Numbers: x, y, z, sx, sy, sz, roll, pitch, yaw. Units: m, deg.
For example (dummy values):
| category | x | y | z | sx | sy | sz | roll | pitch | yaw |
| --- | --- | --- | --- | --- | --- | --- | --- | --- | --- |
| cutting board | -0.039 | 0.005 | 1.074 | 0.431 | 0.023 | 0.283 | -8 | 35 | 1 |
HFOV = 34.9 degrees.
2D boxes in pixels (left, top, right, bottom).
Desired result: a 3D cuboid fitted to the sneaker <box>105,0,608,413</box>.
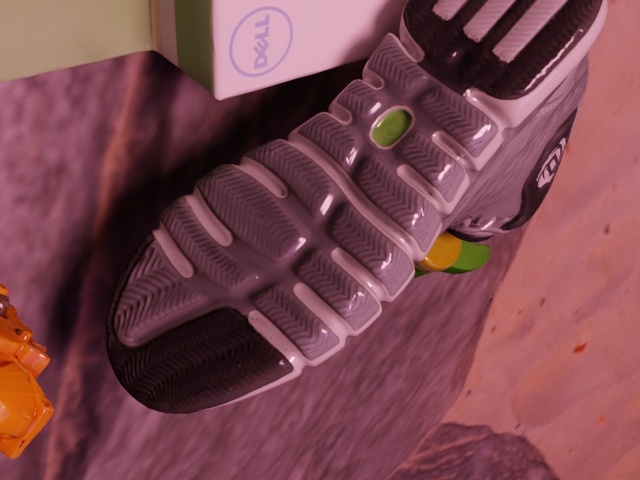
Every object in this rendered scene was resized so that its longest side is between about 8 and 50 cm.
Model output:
| category | x | y | z | sx | sy | sz | roll | pitch | yaw |
| --- | --- | --- | --- | --- | --- | --- | --- | --- | --- |
| sneaker | 0.030 | -0.006 | 0.410 | 0.228 | 0.086 | 0.132 | -42 | 154 | 2 |

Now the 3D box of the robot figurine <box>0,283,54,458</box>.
| category | x | y | z | sx | sy | sz | roll | pitch | yaw |
| --- | --- | --- | --- | --- | --- | --- | --- | --- | --- |
| robot figurine | -0.223 | 0.034 | 0.264 | 0.211 | 0.085 | 0.291 | -54 | 140 | 3 |

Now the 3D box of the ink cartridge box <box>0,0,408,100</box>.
| category | x | y | z | sx | sy | sz | roll | pitch | yaw |
| --- | --- | --- | --- | --- | --- | --- | --- | --- | --- |
| ink cartridge box | -0.046 | -0.129 | 0.326 | 0.235 | 0.056 | 0.171 | -22 | 134 | -31 |

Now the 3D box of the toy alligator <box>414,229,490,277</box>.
| category | x | y | z | sx | sy | sz | roll | pitch | yaw |
| --- | --- | --- | --- | --- | --- | --- | --- | --- | --- |
| toy alligator | 0.000 | 0.000 | 0.473 | 0.189 | 0.056 | 0.051 | -7 | 80 | -30 |
